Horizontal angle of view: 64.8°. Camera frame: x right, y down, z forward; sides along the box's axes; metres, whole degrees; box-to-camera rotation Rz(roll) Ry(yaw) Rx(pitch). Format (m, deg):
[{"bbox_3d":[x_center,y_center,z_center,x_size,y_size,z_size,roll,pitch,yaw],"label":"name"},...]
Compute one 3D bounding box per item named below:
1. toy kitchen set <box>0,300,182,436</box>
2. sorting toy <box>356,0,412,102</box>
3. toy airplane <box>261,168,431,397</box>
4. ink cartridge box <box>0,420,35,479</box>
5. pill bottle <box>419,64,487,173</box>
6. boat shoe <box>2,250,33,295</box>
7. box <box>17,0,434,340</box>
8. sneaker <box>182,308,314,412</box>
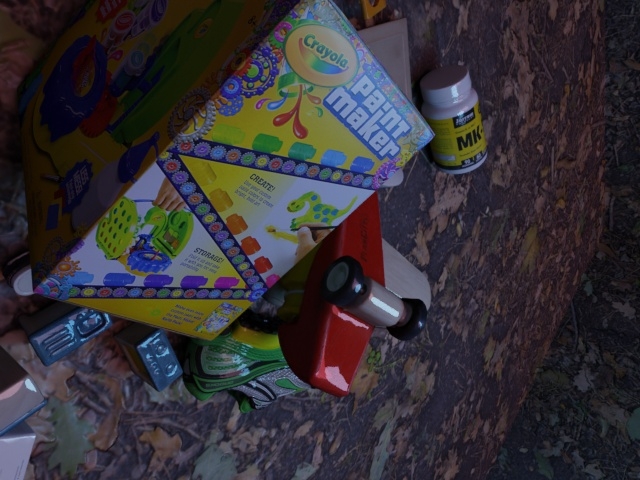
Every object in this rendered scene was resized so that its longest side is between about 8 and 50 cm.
[{"bbox_3d":[-0.267,0.157,0.578,0.207,0.122,0.166,-37,127,-36],"label":"toy kitchen set"},{"bbox_3d":[0.104,-0.299,0.922,0.196,0.047,0.347,-36,127,-42],"label":"sorting toy"},{"bbox_3d":[0.000,0.000,0.770,0.384,0.272,0.386,-24,83,-54],"label":"toy airplane"},{"bbox_3d":[-0.380,0.219,0.492,0.143,0.092,0.089,16,90,-49],"label":"ink cartridge box"},{"bbox_3d":[0.284,-0.257,1.083,0.119,0.119,0.208,-50,134,-27],"label":"pill bottle"},{"bbox_3d":[-0.291,0.017,0.572,0.125,0.038,0.046,-36,146,-35],"label":"boat shoe"},{"bbox_3d":[-0.110,-0.119,0.464,0.279,0.290,0.177,-43,140,13],"label":"box"},{"bbox_3d":[-0.078,0.203,0.825,0.344,0.134,0.146,24,90,-41],"label":"sneaker"}]
